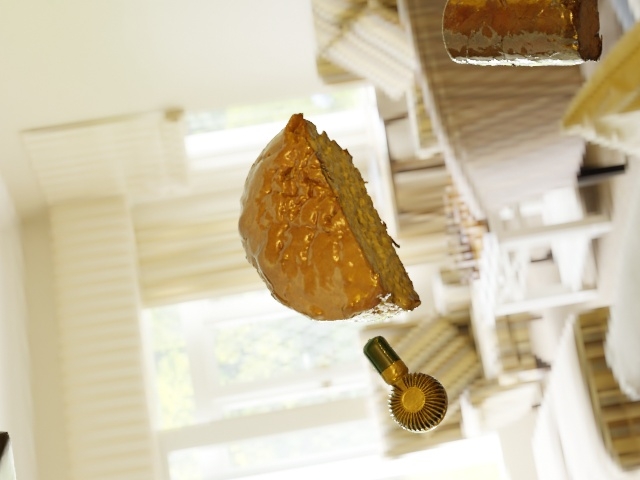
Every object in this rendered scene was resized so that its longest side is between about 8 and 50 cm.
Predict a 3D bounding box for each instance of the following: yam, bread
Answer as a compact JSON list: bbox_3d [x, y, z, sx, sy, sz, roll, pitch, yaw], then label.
[{"bbox_3d":[0.192,-0.202,1.256,0.079,0.141,0.079,-7,-82,-54],"label":"yam"},{"bbox_3d":[0.000,0.000,1.374,0.143,0.139,0.229,21,-142,-51],"label":"bread"}]

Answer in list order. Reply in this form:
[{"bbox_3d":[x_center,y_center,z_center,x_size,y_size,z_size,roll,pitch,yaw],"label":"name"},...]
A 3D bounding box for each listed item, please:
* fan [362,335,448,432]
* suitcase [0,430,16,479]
[{"bbox_3d":[0.111,0.196,1.842,0.155,0.082,0.039,51,-173,25],"label":"fan"},{"bbox_3d":[-0.542,0.476,1.960,0.339,0.188,0.345,-85,-3,-60],"label":"suitcase"}]
